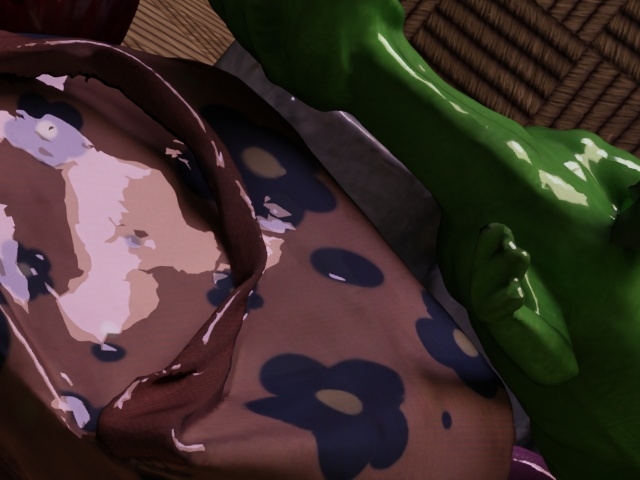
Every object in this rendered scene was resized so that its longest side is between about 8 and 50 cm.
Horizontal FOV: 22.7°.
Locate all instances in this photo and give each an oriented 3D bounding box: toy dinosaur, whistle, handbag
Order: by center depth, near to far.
[{"bbox_3d":[-0.080,0.046,0.572,0.193,0.190,0.251,5,38,-54],"label":"handbag"},{"bbox_3d":[0.115,0.060,0.740,0.374,0.144,0.500,39,-10,17],"label":"toy dinosaur"},{"bbox_3d":[0.021,0.013,1.094,0.405,0.168,0.188,47,13,19],"label":"whistle"}]

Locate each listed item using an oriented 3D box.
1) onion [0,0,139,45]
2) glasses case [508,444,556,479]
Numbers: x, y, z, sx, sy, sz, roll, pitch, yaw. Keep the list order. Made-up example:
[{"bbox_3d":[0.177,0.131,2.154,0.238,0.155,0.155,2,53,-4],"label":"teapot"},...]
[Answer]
[{"bbox_3d":[-0.182,-0.111,0.688,0.190,0.246,0.246,51,11,2],"label":"onion"},{"bbox_3d":[0.164,0.226,0.784,0.316,0.123,0.076,38,9,-1],"label":"glasses case"}]
